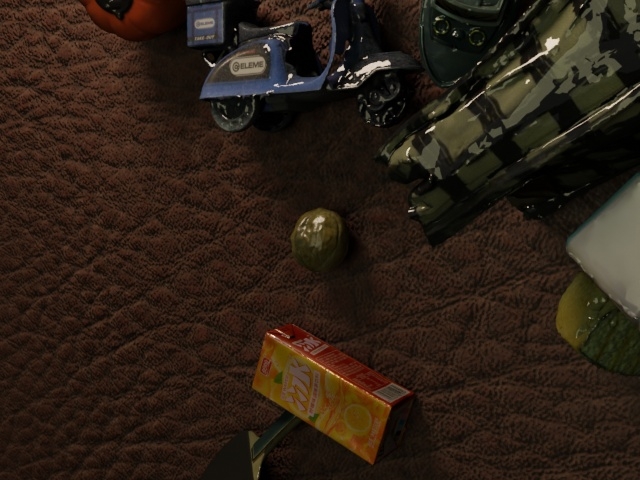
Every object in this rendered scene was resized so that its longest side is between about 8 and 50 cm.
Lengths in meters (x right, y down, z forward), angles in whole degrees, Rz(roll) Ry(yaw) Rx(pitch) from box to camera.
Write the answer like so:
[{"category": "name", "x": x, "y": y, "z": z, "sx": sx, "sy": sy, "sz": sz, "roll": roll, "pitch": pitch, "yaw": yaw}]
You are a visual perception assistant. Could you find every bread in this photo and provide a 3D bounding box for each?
[{"category": "bread", "x": 0.332, "y": 0.086, "z": 1.013, "sx": 0.103, "sy": 0.156, "sz": 0.110, "roll": -64, "pitch": 30, "yaw": 16}]

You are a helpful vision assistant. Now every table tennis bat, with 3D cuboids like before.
[{"category": "table tennis bat", "x": -0.113, "y": 0.338, "z": 1.348, "sx": 0.274, "sy": 0.021, "sz": 0.154, "roll": -49, "pitch": 28, "yaw": 21}]

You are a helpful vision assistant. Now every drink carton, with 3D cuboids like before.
[{"category": "drink carton", "x": 0.015, "y": 0.210, "z": 1.260, "sx": 0.223, "sy": 0.071, "sz": 0.096, "roll": 27, "pitch": 112, "yaw": 29}]

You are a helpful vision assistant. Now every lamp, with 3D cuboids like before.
[{"category": "lamp", "x": -0.262, "y": -0.390, "z": 1.319, "sx": 0.188, "sy": 0.164, "sz": 0.187, "roll": 15, "pitch": 128, "yaw": 21}]

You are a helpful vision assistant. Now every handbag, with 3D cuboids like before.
[{"category": "handbag", "x": 0.256, "y": -0.135, "z": 0.890, "sx": 0.327, "sy": 0.325, "sz": 0.162, "roll": -35, "pitch": 74, "yaw": 33}]

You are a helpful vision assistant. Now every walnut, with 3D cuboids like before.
[{"category": "walnut", "x": 0.000, "y": 0.000, "z": 1.238, "sx": 0.092, "sy": 0.092, "sz": 0.092, "roll": 5, "pitch": 99, "yaw": 34}]

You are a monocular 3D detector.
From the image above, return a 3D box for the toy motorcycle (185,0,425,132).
[{"category": "toy motorcycle", "x": -0.025, "y": -0.251, "z": 1.194, "sx": 0.358, "sy": 0.125, "sz": 0.212, "roll": 3, "pitch": 96, "yaw": 34}]

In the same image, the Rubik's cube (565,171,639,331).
[{"category": "Rubik's cube", "x": 0.451, "y": -0.002, "z": 0.794, "sx": 0.291, "sy": 0.292, "sz": 0.290, "roll": 52, "pitch": 122, "yaw": 19}]

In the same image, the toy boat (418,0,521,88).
[{"category": "toy boat", "x": 0.186, "y": -0.315, "z": 1.041, "sx": 0.114, "sy": 0.122, "sz": 0.296, "roll": 19, "pitch": 112, "yaw": 7}]
